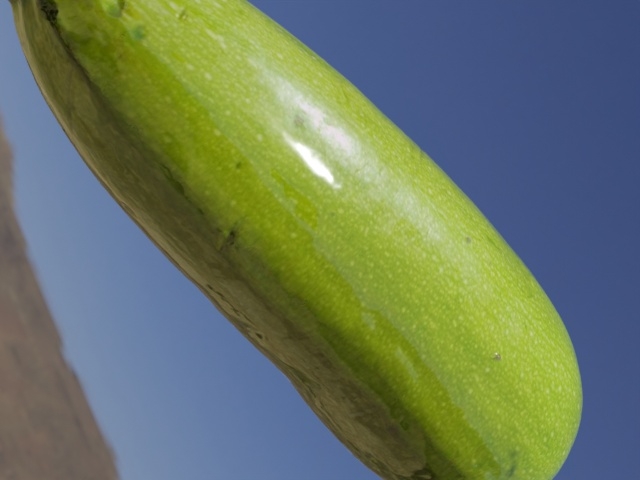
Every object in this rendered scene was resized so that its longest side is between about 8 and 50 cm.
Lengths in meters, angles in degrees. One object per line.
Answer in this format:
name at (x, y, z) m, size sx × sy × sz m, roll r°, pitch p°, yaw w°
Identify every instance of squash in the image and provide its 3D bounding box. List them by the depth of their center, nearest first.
squash at (0.000, 0.000, 0.386) m, size 0.201 × 0.066 × 0.066 m, roll 46°, pitch 0°, yaw -34°
